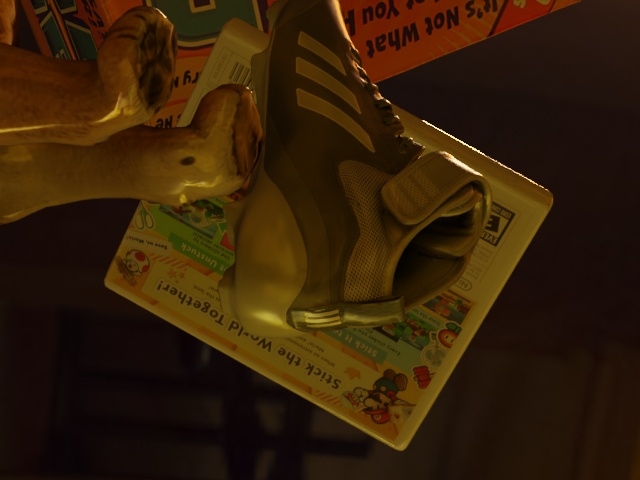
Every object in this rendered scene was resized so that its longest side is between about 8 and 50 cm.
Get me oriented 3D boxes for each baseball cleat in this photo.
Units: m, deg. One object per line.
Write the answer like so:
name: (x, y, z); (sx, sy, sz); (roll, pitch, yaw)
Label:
baseball cleat: (0.017, -0.033, 0.775); (0.206, 0.109, 0.072); (-82, -10, -45)

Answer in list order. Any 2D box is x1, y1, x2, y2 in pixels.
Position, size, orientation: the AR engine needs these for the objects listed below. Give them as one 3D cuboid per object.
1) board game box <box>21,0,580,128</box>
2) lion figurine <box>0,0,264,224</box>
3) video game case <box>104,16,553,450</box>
board game box: (-0.067, -0.290, 1.526); (0.356, 0.356, 0.356); (69, 165, -9)
lion figurine: (-0.151, 0.038, 0.613); (0.142, 0.240, 0.392); (24, -110, -68)
video game case: (0.000, 0.000, 1.178); (0.206, 0.227, 0.026); (-62, -2, 28)
